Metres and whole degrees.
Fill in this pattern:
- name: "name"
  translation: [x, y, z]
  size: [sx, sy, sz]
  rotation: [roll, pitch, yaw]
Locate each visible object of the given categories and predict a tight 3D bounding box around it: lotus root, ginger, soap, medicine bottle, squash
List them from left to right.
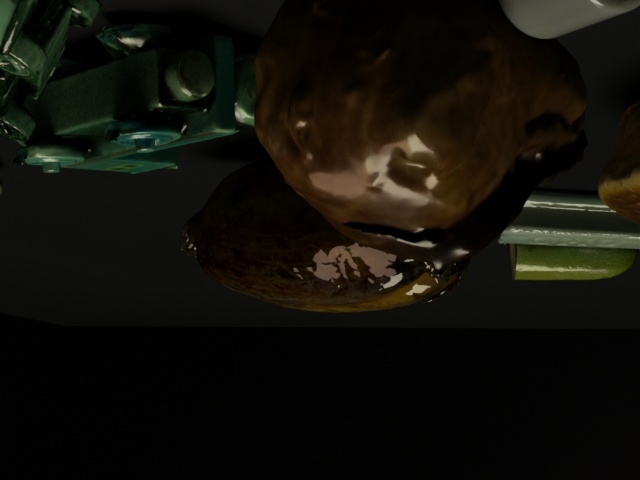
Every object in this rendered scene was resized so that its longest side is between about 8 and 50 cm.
- name: "lotus root"
  translation: [0.000, 0.000, 1.760]
  size: [0.398, 0.179, 0.196]
  rotation: [4, 152, 34]
- name: "ginger"
  translation: [0.076, -0.124, 1.127]
  size: [0.200, 0.269, 0.223]
  rotation: [23, 144, 35]
- name: "soap"
  translation: [0.338, -0.025, 1.964]
  size: [0.199, 0.063, 0.114]
  rotation: [4, 172, 6]
- name: "squash"
  translation: [0.367, 0.014, 2.124]
  size: [0.188, 0.095, 0.095]
  rotation: [0, 170, 2]
- name: "medicine bottle"
  translation: [0.187, -0.190, 1.010]
  size: [0.080, 0.080, 0.130]
  rotation: [10, 169, -30]

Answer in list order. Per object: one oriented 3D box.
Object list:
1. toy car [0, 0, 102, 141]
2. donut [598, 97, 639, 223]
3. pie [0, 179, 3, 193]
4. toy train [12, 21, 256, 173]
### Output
- name: "toy car"
  translation: [-0.244, -0.181, 1.124]
  size: [0.125, 0.136, 0.306]
  rotation: [27, 166, -5]
- name: "donut"
  translation: [0.434, -0.075, 1.422]
  size: [0.330, 0.159, 0.330]
  rotation: [15, 176, 1]
- name: "pie"
  translation: [-0.552, -0.088, 2.008]
  size: [0.241, 0.054, 0.240]
  rotation: [6, 171, 1]
- name: "toy train"
  translation: [-0.171, -0.131, 1.435]
  size: [0.194, 0.120, 0.298]
  rotation: [3, 174, -41]
